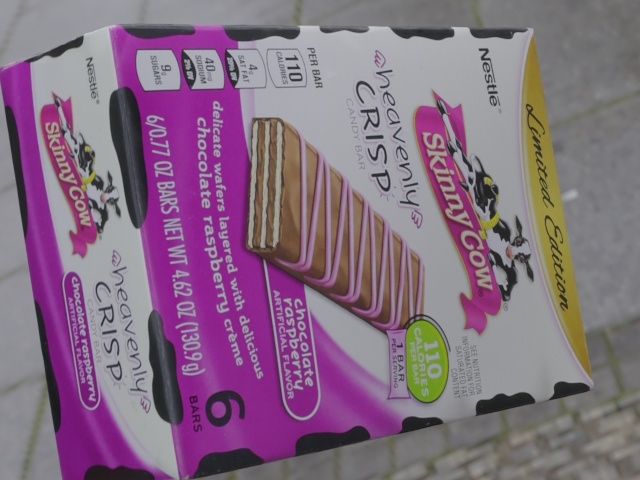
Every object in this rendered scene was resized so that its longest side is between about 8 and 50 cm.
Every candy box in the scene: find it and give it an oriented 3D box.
[{"bbox_3d":[0.000,0.000,0.728,0.071,0.159,0.233,-12,-4,44],"label":"candy box"}]
